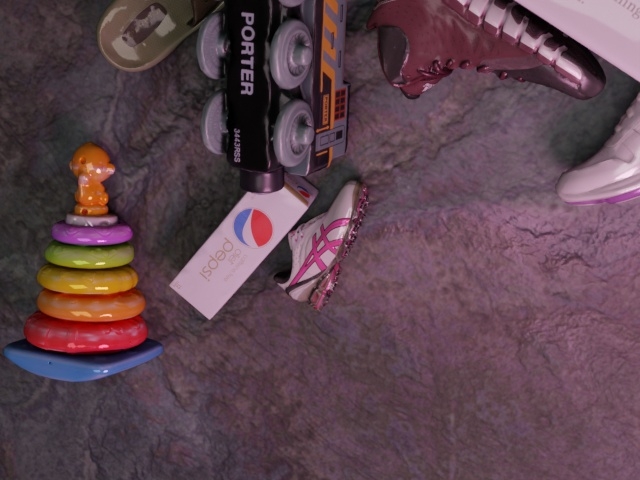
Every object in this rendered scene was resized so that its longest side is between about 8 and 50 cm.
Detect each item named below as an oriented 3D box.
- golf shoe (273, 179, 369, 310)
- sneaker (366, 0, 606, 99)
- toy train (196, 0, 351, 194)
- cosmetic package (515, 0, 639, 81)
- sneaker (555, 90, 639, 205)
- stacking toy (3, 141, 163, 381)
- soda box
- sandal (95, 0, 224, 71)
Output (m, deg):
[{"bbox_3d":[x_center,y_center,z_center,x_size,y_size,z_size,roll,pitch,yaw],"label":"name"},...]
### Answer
[{"bbox_3d":[0.000,0.000,1.341,0.086,0.067,0.186,26,114,4],"label":"golf shoe"},{"bbox_3d":[0.176,-0.209,1.216,0.281,0.106,0.162,37,119,9],"label":"sneaker"},{"bbox_3d":[-0.043,-0.223,1.204,0.142,0.190,0.333,10,110,27],"label":"toy train"},{"bbox_3d":[0.301,-0.405,0.981,0.329,0.327,0.393,34,114,0],"label":"cosmetic package"},{"bbox_3d":[0.393,-0.147,1.189,0.305,0.114,0.152,-30,87,17],"label":"sneaker"},{"bbox_3d":[-0.305,0.021,1.390,0.175,0.166,0.301,6,100,22],"label":"stacking toy"},{"bbox_3d":[-0.099,-0.002,1.363,0.074,0.069,0.216,40,113,-3],"label":"soda box"},{"bbox_3d":[-0.161,-0.310,1.254,0.120,0.086,0.303,42,112,-4],"label":"sandal"}]
